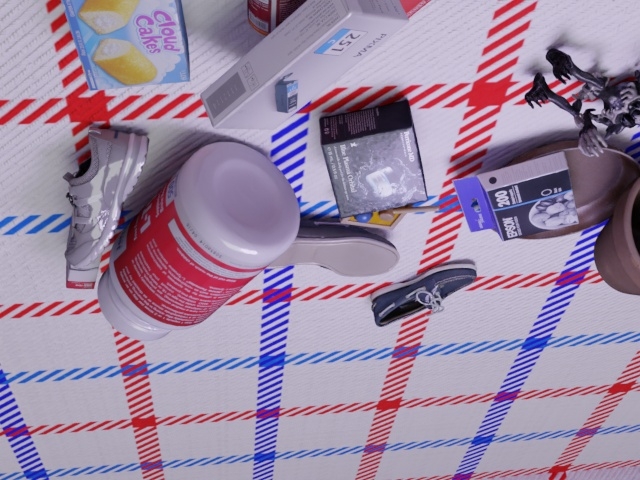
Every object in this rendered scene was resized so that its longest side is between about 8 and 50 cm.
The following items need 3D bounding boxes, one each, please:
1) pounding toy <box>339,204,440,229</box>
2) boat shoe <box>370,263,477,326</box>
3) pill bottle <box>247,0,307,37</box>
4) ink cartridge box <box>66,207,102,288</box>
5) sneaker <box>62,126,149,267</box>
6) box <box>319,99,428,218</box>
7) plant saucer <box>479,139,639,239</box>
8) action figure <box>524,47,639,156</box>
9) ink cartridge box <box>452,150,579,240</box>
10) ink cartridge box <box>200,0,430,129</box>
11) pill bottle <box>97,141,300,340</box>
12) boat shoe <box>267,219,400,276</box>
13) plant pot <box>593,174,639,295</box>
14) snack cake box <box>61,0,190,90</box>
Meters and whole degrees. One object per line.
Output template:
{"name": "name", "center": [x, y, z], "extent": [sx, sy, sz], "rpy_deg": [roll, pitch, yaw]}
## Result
{"name": "pounding toy", "center": [0.123, -0.074, 1.960], "extent": [0.141, 0.100, 0.130], "rpy_deg": [7, 146, -22]}
{"name": "boat shoe", "center": [0.226, 0.120, 2.320], "extent": [0.254, 0.079, 0.095], "rpy_deg": [-19, 147, 18]}
{"name": "pill bottle", "center": [-0.059, -0.357, 1.473], "extent": [0.086, 0.086, 0.152], "rpy_deg": [-4, 149, -6]}
{"name": "ink cartridge box", "center": [-0.441, 0.016, 1.993], "extent": [0.056, 0.099, 0.135], "rpy_deg": [4, 148, -17]}
{"name": "sneaker", "center": [-0.391, -0.080, 1.831], "extent": [0.115, 0.105, 0.281], "rpy_deg": [22, 116, -15]}
{"name": "box", "center": [0.090, -0.137, 1.811], "extent": [0.158, 0.093, 0.156], "rpy_deg": [-12, 125, 6]}
{"name": "plant saucer", "center": [0.454, -0.101, 2.034], "extent": [0.310, 0.050, 0.311], "rpy_deg": [-5, 149, -3]}
{"name": "action figure", "center": [0.476, -0.217, 1.764], "extent": [0.275, 0.141, 0.164], "rpy_deg": [14, 139, -26]}
{"name": "ink cartridge box", "center": [0.365, -0.071, 1.979], "extent": [0.208, 0.045, 0.206], "rpy_deg": [-14, 149, 12]}
{"name": "ink cartridge box", "center": [0.010, -0.264, 1.562], "extent": [0.296, 0.066, 0.261], "rpy_deg": [-34, 164, 36]}
{"name": "pill bottle", "center": [-0.235, 0.019, 1.917], "extent": [0.229, 0.229, 0.407], "rpy_deg": [16, 142, -33]}
{"name": "boat shoe", "center": [0.000, 0.000, 2.088], "extent": [0.335, 0.095, 0.112], "rpy_deg": [5, 134, -27]}
{"name": "plant pot", "center": [0.631, 0.007, 2.010], "extent": [0.263, 0.263, 0.229], "rpy_deg": [2, 167, -15]}
{"name": "snack cake box", "center": [-0.269, -0.328, 1.474], "extent": [0.152, 0.089, 0.264], "rpy_deg": [-5, 149, -2]}
